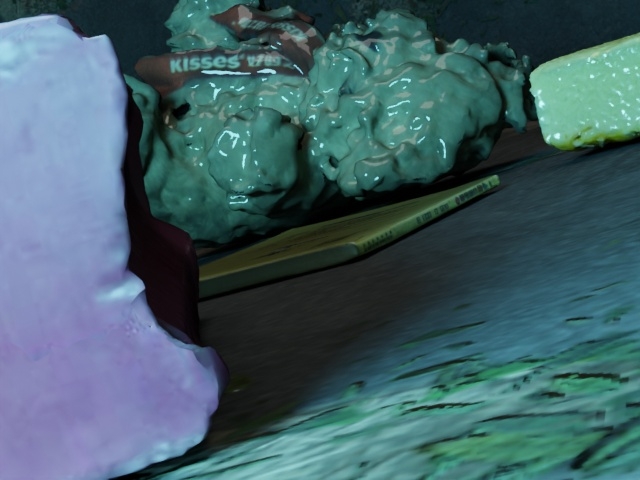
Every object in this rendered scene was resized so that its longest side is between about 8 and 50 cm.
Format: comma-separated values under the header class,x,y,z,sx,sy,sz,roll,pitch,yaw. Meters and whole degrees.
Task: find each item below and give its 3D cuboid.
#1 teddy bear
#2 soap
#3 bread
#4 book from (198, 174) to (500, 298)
class,x,y,z,sx,sy,sz,roll,pitch,yaw
teddy bear,0.000,-0.118,1.086,0.367,0.224,0.357,-13,20,29
soap,-0.162,0.021,0.483,0.233,0.128,0.359,-18,6,-5
bread,0.243,-0.111,0.855,0.188,0.068,0.125,-14,6,38
book,0.000,0.000,0.806,0.168,0.013,0.192,-15,5,34
